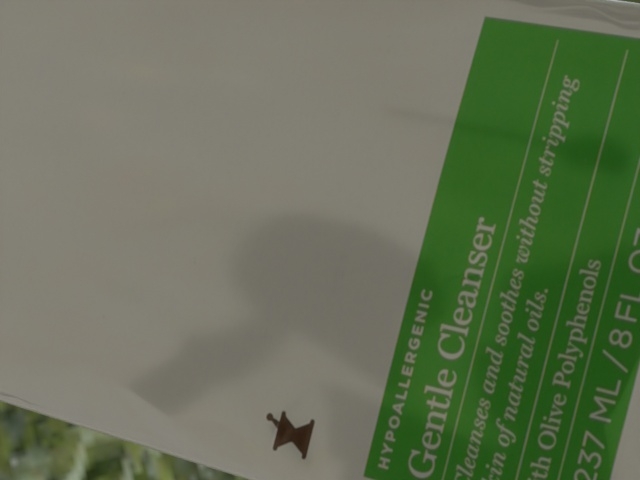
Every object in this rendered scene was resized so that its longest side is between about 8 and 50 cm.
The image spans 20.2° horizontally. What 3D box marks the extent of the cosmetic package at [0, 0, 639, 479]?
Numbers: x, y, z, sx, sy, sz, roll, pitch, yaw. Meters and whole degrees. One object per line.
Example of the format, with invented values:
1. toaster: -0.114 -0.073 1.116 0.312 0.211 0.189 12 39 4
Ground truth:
1. cosmetic package: 0.000 0.000 0.708 0.365 0.155 0.197 11 -95 29
